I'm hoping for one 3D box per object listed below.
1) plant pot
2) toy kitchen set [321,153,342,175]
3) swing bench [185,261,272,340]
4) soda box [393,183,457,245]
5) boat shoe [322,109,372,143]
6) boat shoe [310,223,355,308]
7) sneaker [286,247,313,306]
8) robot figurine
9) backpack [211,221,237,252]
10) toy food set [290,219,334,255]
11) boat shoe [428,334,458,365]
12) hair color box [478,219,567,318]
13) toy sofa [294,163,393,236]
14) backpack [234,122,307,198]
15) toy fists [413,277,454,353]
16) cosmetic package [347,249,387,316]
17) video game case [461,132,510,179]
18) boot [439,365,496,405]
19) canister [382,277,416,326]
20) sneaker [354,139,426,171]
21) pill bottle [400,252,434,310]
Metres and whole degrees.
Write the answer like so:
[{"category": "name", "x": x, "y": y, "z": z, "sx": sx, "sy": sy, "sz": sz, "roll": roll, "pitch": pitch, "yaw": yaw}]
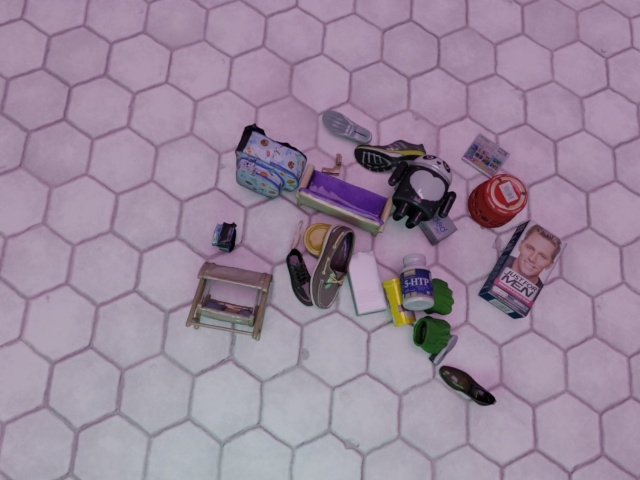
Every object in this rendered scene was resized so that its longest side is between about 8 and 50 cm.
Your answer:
[{"category": "plant pot", "x": 0.697, "y": -0.159, "z": 1.937, "sx": 0.191, "sy": 0.174, "sz": 0.191, "roll": 0, "pitch": 78, "yaw": -1}, {"category": "toy kitchen set", "x": 0.046, "y": -0.313, "z": 1.982, "sx": 0.075, "sy": 0.068, "sz": 0.083, "roll": 5, "pitch": 76, "yaw": -2}, {"category": "swing bench", "x": -0.323, "y": 0.213, "z": 1.789, "sx": 0.253, "sy": 0.165, "sz": 0.255, "roll": 10, "pitch": 76, "yaw": -1}, {"category": "soda box", "x": 0.414, "y": -0.128, "z": 1.951, "sx": 0.098, "sy": 0.091, "sz": 0.286, "roll": -30, "pitch": 81, "yaw": -10}, {"category": "boat shoe", "x": 0.108, "y": -0.453, "z": 2.017, "sx": 0.226, "sy": 0.076, "sz": 0.083, "roll": 33, "pitch": 95, "yaw": 9}, {"category": "boat shoe", "x": 0.049, "y": 0.103, "z": 1.812, "sx": 0.116, "sy": 0.096, "sz": 0.325, "roll": 15, "pitch": 92, "yaw": -30}, {"category": "sneaker", "x": -0.076, "y": 0.140, "z": 1.845, "sx": 0.083, "sy": 0.118, "sz": 0.222, "roll": -23, "pitch": 79, "yaw": -8}, {"category": "robot figurine", "x": 0.374, "y": -0.183, "z": 1.823, "sx": 0.209, "sy": 0.173, "sz": 0.278, "roll": 40, "pitch": 76, "yaw": -39}, {"category": "backpack", "x": -0.362, "y": -0.011, "z": 1.863, "sx": 0.084, "sy": 0.114, "sz": 0.105, "roll": 12, "pitch": 74, "yaw": 0}, {"category": "toy food set", "x": 0.000, "y": 0.000, "z": 1.906, "sx": 0.217, "sy": 0.071, "sz": 0.128, "roll": 13, "pitch": 80, "yaw": -5}, {"category": "boat shoe", "x": 0.462, "y": 0.406, "z": 1.857, "sx": 0.142, "sy": 0.049, "sz": 0.040, "roll": -45, "pitch": 45, "yaw": -17}, {"category": "hair color box", "x": 0.783, "y": 0.112, "z": 1.914, "sx": 0.173, "sy": 0.105, "sz": 0.347, "roll": 34, "pitch": 77, "yaw": 4}, {"category": "toy sofa", "x": 0.094, "y": -0.159, "z": 1.896, "sx": 0.362, "sy": 0.177, "sz": 0.150, "roll": 22, "pitch": 77, "yaw": 2}, {"category": "backpack", "x": -0.192, "y": -0.284, "z": 1.871, "sx": 0.263, "sy": 0.276, "sz": 0.213, "roll": 15, "pitch": 82, "yaw": -6}, {"category": "toy fists", "x": 0.424, "y": 0.280, "z": 1.839, "sx": 0.142, "sy": 0.096, "sz": 0.279, "roll": 18, "pitch": 71, "yaw": -30}, {"category": "cosmetic package", "x": 0.169, "y": 0.163, "z": 1.875, "sx": 0.117, "sy": 0.085, "sz": 0.231, "roll": -10, "pitch": 76, "yaw": -5}, {"category": "video game case", "x": 0.690, "y": -0.351, "z": 2.058, "sx": 0.157, "sy": 0.019, "sz": 0.143, "roll": 36, "pitch": 78, "yaw": 4}, {"category": "boot", "x": 0.542, "y": 0.528, "z": 1.801, "sx": 0.219, "sy": 0.106, "sz": 0.082, "roll": 33, "pitch": 77, "yaw": 4}, {"category": "canister", "x": 0.298, "y": 0.230, "z": 1.848, "sx": 0.073, "sy": 0.126, "sz": 0.170, "roll": -18, "pitch": 79, "yaw": 26}, {"category": "sneaker", "x": 0.286, "y": -0.349, "z": 1.998, "sx": 0.299, "sy": 0.111, "sz": 0.121, "roll": 8, "pitch": 46, "yaw": 6}, {"category": "pill bottle", "x": 0.346, "y": 0.148, "z": 1.782, "sx": 0.111, "sy": 0.112, "sz": 0.187, "roll": 1, "pitch": 62, "yaw": -3}]
